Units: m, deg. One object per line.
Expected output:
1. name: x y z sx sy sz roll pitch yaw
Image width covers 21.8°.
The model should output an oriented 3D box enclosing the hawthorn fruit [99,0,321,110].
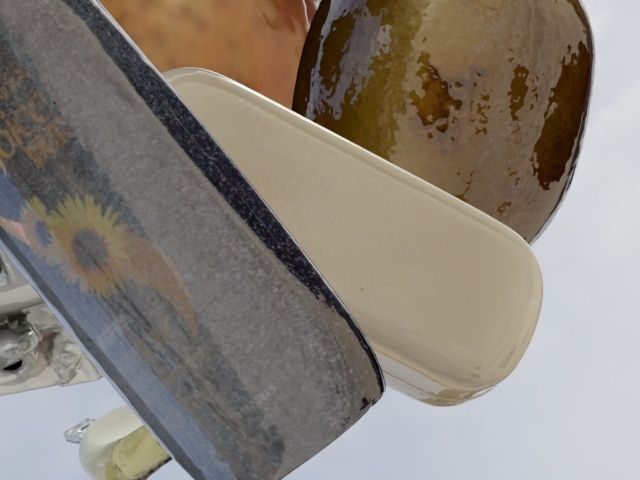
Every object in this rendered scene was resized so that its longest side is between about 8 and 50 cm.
1. hawthorn fruit: -0.208 -0.137 1.416 0.472 0.472 0.471 -25 -49 -33

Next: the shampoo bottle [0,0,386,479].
1. shampoo bottle: -0.075 -0.023 0.532 0.087 0.233 0.049 -40 -2 37

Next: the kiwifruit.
1. kiwifruit: 0.078 -0.095 1.047 0.196 0.196 0.234 -11 -55 -42

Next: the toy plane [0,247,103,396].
1. toy plane: -0.178 -0.017 0.967 0.117 0.245 0.244 -80 -4 -62

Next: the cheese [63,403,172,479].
1. cheese: -0.223 0.211 1.789 0.127 0.251 0.054 -35 -76 -25

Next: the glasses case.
1. glasses case: 0.000 0.000 0.702 0.083 0.196 0.050 -65 8 -27
